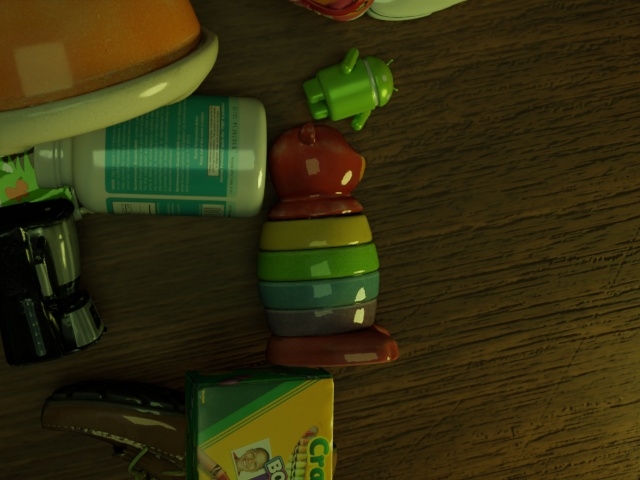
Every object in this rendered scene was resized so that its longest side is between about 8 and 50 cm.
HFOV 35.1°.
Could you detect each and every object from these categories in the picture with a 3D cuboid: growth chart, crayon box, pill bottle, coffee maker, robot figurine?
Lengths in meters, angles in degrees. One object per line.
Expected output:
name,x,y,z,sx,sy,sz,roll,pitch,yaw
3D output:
growth chart,-0.391,-0.108,1.246,0.172,0.021,0.237,-28,103,-2
crayon box,-0.075,0.293,1.212,0.165,0.081,0.279,-2,97,-18
pill bottle,-0.199,-0.103,1.204,0.264,0.146,0.146,2,101,-7
coffee maker,-0.362,0.052,1.231,0.171,0.120,0.178,-2,110,16
robot figurine,0.038,-0.189,1.255,0.115,0.067,0.101,-17,130,-3

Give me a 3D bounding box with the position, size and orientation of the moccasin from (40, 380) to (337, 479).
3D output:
moccasin,-0.171,0.275,1.295,0.380,0.139,0.147,18,90,-19

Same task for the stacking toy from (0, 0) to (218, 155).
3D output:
stacking toy,-0.312,-0.352,0.998,0.350,0.350,0.480,-12,114,-4

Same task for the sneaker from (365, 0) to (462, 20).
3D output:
sneaker,0.170,-0.335,1.230,0.258,0.091,0.094,-20,102,-3

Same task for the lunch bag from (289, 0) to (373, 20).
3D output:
lunch bag,-0.029,-0.415,1.153,0.293,0.120,0.258,26,101,4

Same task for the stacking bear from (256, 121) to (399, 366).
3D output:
stacking bear,0.000,0.000,1.248,0.164,0.175,0.289,-4,93,-2
